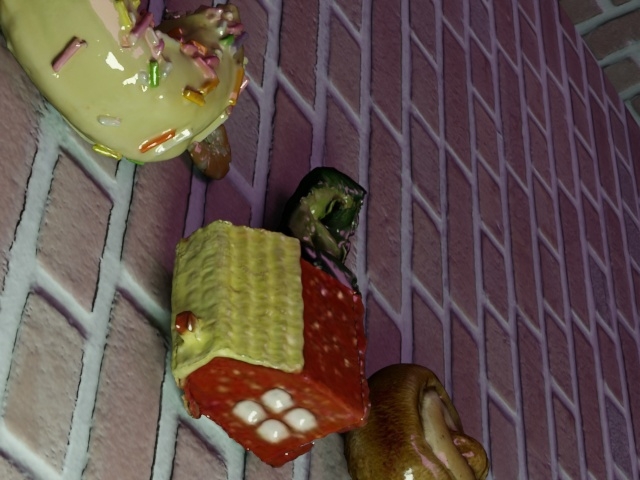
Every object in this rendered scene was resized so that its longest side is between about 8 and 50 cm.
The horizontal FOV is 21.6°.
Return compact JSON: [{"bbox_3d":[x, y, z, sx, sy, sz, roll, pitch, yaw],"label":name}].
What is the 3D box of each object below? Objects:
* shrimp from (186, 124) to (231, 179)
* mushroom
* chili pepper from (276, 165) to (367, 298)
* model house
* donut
[{"bbox_3d":[-0.157,-0.161,2.078,0.091,0.043,0.184,-19,87,-63],"label":"shrimp"},{"bbox_3d":[0.123,0.281,2.128,0.253,0.153,0.253,53,18,-25],"label":"mushroom"},{"bbox_3d":[-0.005,0.002,2.194,0.148,0.116,0.264,46,28,-18],"label":"chili pepper"},{"bbox_3d":[-0.074,0.102,1.866,0.254,0.160,0.196,42,34,-42],"label":"model house"},{"bbox_3d":[-0.225,-0.252,1.870,0.371,0.150,0.307,48,34,-32],"label":"donut"}]
